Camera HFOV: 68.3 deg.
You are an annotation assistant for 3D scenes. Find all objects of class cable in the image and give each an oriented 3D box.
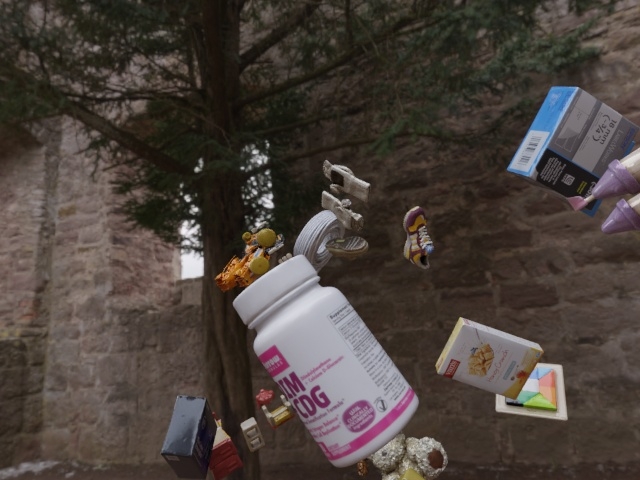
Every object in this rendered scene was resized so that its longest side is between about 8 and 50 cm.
[{"bbox_3d":[0.000,0.000,1.918,0.257,0.089,0.257,-43,-27,-27],"label":"cable"}]

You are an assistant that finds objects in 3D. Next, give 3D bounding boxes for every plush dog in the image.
[{"bbox_3d":[0.233,0.651,1.427,0.262,0.225,0.211,-52,-22,4],"label":"plush dog"}]

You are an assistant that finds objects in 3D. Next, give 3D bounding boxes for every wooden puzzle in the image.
[{"bbox_3d":[0.732,0.511,1.651,0.221,0.238,0.044,0,-53,21],"label":"wooden puzzle"}]

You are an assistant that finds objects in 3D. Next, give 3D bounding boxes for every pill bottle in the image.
[{"bbox_3d":[0.001,0.172,0.714,0.160,0.283,0.160,-36,-8,-6],"label":"pill bottle"}]

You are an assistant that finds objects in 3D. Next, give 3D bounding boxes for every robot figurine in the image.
[{"bbox_3d":[-0.253,0.064,1.742,0.211,0.291,0.085,-15,-59,39],"label":"robot figurine"}]

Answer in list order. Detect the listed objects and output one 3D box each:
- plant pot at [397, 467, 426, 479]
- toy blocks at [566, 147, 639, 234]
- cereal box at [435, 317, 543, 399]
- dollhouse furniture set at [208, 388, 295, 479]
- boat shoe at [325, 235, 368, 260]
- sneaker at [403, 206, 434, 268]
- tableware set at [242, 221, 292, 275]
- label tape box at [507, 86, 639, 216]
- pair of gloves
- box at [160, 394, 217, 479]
[{"bbox_3d":[0.220,0.609,1.151,0.081,0.081,0.083,-55,-13,18],"label":"plant pot"},{"bbox_3d":[0.531,-0.089,0.688,0.289,0.308,0.260,28,-55,-33],"label":"toy blocks"},{"bbox_3d":[0.466,0.330,1.314,0.240,0.172,0.047,18,19,-3],"label":"cereal box"},{"bbox_3d":[-0.300,0.744,1.868,0.374,0.152,0.201,-25,26,-23],"label":"dollhouse furniture set"},{"bbox_3d":[0.094,0.030,1.507,0.068,0.072,0.190,-42,23,-22],"label":"boat shoe"},{"bbox_3d":[0.278,-0.007,1.295,0.070,0.084,0.185,-28,-47,-21],"label":"sneaker"},{"bbox_3d":[-0.134,0.039,1.158,0.104,0.154,0.024,-35,-2,-19],"label":"tableware set"},{"bbox_3d":[0.694,-0.215,1.231,0.334,0.240,0.106,22,10,-19],"label":"label tape box"},{"bbox_3d":[0.078,-0.148,1.649,0.042,0.204,0.240,-34,-30,-30],"label":"pair of gloves"},{"bbox_3d":[-0.420,0.647,1.542,0.103,0.184,0.261,3,-41,1],"label":"box"}]
